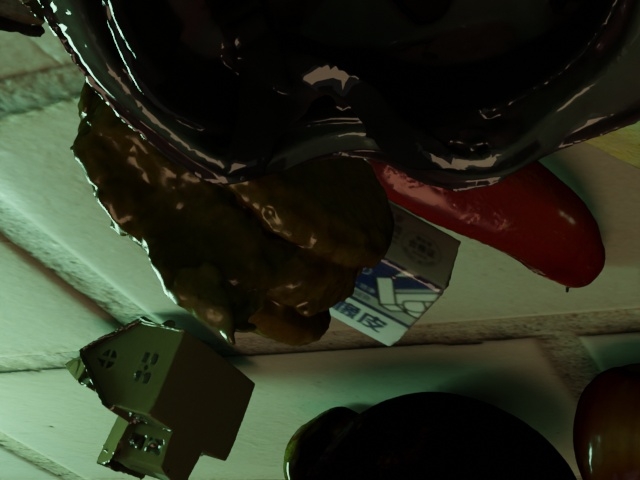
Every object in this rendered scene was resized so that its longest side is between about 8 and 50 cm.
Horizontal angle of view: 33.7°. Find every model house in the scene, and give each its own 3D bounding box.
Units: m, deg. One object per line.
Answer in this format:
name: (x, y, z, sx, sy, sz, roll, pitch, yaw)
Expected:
model house: (-0.242, 0.196, 1.319, 0.248, 0.176, 0.181, 7, 155, 37)

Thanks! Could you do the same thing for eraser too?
eraser: (0.000, 0.000, 0.907, 0.210, 0.068, 0.124, 28, 146, -5)

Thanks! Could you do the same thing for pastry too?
pastry: (-0.056, -0.050, 0.716, 0.132, 0.240, 0.235, -46, 163, 10)

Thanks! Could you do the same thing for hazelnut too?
hazelnut: (0.372, 0.237, 1.145, 0.208, 0.208, 0.208, 7, 150, 4)

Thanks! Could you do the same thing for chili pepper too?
chili pepper: (0.135, -0.028, 0.880, 0.368, 0.092, 0.137, 31, 159, -28)

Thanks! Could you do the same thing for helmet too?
helmet: (0.030, -0.172, 0.545, 0.338, 0.197, 0.271, -7, 140, 12)

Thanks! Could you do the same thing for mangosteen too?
mangosteen: (0.134, 0.361, 1.331, 0.382, 0.382, 0.435, 23, -174, -23)

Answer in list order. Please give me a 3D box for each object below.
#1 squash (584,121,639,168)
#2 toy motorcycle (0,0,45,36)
squash: (0.233, -0.109, 0.721, 0.090, 0.075, 0.200, 35, 148, 6)
toy motorcycle: (-0.183, -0.193, 0.672, 0.229, 0.094, 0.130, 19, 145, -38)
